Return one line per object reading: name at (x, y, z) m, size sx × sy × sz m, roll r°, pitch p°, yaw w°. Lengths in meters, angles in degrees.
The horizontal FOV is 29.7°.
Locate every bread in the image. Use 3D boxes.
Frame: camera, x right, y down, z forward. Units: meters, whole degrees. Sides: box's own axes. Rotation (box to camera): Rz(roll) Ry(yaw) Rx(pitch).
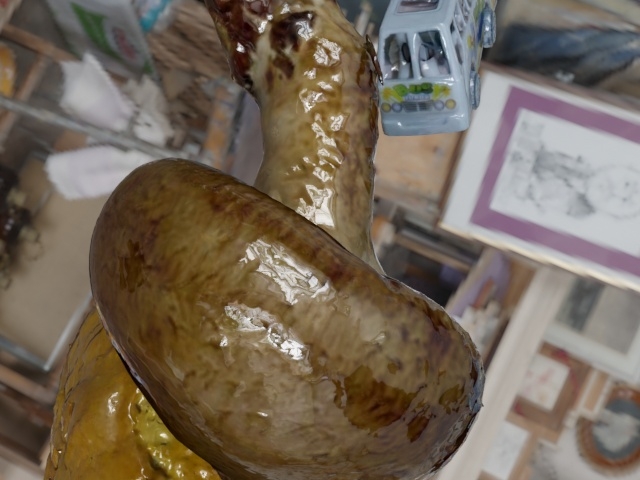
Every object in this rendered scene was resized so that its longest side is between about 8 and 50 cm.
bread at (-0.166, 0.224, 1.179) m, size 0.398 × 0.215 × 0.398 m, roll -171°, pitch -90°, yaw -74°

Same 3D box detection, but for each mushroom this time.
mushroom at (-0.001, 0.014, 0.921) m, size 0.356 × 0.334 × 0.331 m, roll -53°, pitch 159°, yaw -21°

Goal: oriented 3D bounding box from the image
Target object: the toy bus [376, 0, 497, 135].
toy bus at (0.136, -0.248, 1.381) m, size 0.330 × 0.109 × 0.136 m, roll -71°, pitch 155°, yaw -52°
